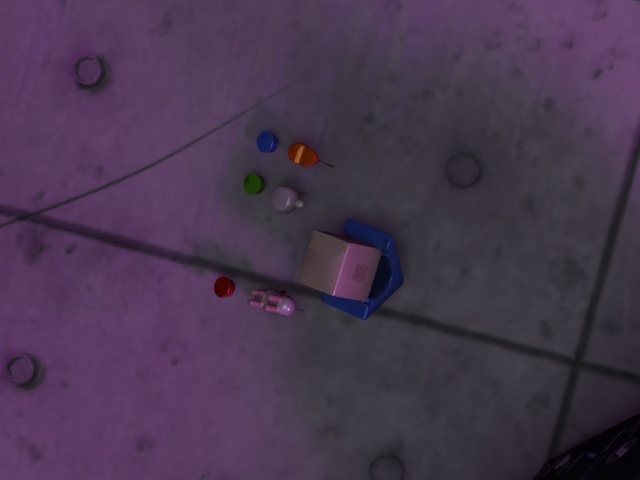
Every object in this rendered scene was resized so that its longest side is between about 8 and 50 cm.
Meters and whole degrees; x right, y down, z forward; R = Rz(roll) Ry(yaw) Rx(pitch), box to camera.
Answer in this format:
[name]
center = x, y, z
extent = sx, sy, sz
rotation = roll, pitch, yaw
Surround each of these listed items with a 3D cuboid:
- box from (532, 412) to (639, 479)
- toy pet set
[box]
center = 0.248, 0.191, 1.196
extent = 0.165, 0.143, 0.270
rotation = 52, 134, -1
[toy pet set]
center = 0.000, 0.000, 1.323
extent = 0.114, 0.065, 0.122
rotation = 22, 97, 39
